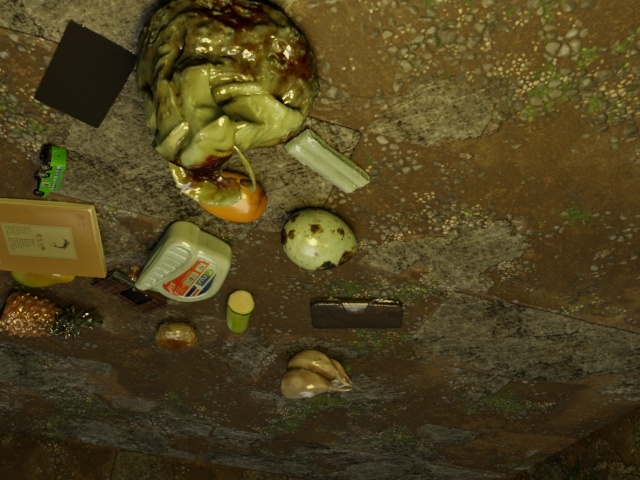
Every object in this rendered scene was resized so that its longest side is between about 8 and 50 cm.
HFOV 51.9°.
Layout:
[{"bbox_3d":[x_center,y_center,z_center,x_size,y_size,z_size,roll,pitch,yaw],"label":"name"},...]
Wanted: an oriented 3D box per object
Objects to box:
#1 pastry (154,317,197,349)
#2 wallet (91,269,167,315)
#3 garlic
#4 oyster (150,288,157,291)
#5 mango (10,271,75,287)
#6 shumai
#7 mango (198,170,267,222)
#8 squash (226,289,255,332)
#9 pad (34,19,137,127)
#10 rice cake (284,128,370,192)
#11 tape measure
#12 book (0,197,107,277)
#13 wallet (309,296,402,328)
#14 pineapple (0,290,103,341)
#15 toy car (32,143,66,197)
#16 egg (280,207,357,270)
[{"bbox_3d":[-0.519,0.343,2.356,0.154,0.081,0.153,0,140,0],"label":"pastry"},{"bbox_3d":[-0.634,0.177,2.186,0.124,0.042,0.230,-22,133,34],"label":"wallet"},{"bbox_3d":[-0.028,0.525,2.450,0.292,0.210,0.237,-17,132,38],"label":"garlic"},{"bbox_3d":[-0.498,0.107,2.072,0.125,0.064,0.177,7,135,-26],"label":"oyster"},{"bbox_3d":[-0.877,0.090,2.069,0.191,0.085,0.122,-10,125,4],"label":"mango"},{"bbox_3d":[-0.206,-0.273,1.325,0.396,0.348,0.395,4,138,4],"label":"shumai"},{"bbox_3d":[-0.247,-0.122,1.715,0.220,0.112,0.144,22,141,-3],"label":"mango"},{"bbox_3d":[-0.278,0.251,2.212,0.095,0.095,0.188,11,145,-8],"label":"squash"},{"bbox_3d":[-0.535,-0.371,1.498,0.160,0.009,0.265,26,136,-25],"label":"pad"},{"bbox_3d":[0.020,-0.194,1.644,0.226,0.040,0.085,32,134,-31],"label":"rice cake"},{"bbox_3d":[-0.399,0.068,1.940,0.246,0.125,0.243,28,125,-26],"label":"tape measure"},{"bbox_3d":[-0.838,-0.006,1.928,0.389,0.032,0.268,5,128,-1],"label":"book"},{"bbox_3d":[0.120,0.250,2.209,0.310,0.042,0.165,1,144,5],"label":"wallet"},{"bbox_3d":[-0.919,0.276,2.260,0.341,0.169,0.169,17,141,-26],"label":"pineapple"},{"bbox_3d":[-0.707,-0.177,1.715,0.063,0.071,0.165,9,144,-29],"label":"toy car"},{"bbox_3d":[0.000,0.000,1.797,0.231,0.169,0.169,12,144,-33],"label":"egg"}]
